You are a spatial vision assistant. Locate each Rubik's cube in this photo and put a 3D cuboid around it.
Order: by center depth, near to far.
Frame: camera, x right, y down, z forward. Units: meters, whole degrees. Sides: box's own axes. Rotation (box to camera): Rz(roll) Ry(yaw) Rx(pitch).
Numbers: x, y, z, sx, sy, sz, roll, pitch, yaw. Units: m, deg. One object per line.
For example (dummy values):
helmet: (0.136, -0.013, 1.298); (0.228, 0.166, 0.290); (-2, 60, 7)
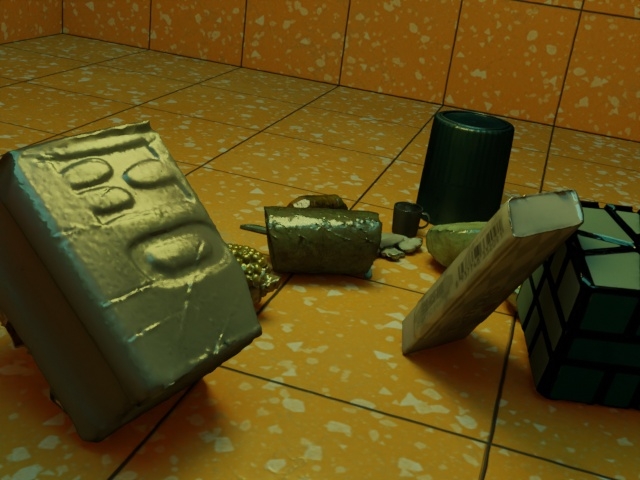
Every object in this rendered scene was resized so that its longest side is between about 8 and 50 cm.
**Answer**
Rubik's cube: (0.551, 0.119, 1.502); (0.288, 0.284, 0.294); (8, 34, 0)

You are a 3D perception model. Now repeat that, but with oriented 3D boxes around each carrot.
carrot: (-0.011, -0.084, 2.125); (0.173, 0.082, 0.082); (-13, 30, -34)

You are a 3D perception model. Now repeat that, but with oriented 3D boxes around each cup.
cup: (0.239, -0.052, 2.132); (0.100, 0.077, 0.078); (13, 23, 14)
cup: (0.434, -0.204, 2.278); (0.307, 0.292, 0.242); (-4, 25, -23)

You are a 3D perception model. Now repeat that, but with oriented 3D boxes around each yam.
yam: (0.000, 0.000, 1.830); (0.267, 0.161, 0.161); (0, 24, -11)

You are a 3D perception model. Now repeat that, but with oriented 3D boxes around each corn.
corn: (-0.244, 0.056, 1.657); (0.346, 0.130, 0.130); (12, 23, 17)

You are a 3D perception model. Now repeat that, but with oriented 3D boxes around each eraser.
eraser: (0.304, 0.065, 1.485); (0.213, 0.397, 0.082); (-9, 59, -34)

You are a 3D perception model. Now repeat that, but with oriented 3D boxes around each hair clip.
hair clip: (0.173, 0.005, 2.016); (0.116, 0.049, 0.172); (29, 28, 32)

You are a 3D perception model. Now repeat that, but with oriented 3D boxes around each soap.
soap: (-0.318, 0.050, 1.291); (0.350, 0.213, 0.435); (-20, 74, -55)

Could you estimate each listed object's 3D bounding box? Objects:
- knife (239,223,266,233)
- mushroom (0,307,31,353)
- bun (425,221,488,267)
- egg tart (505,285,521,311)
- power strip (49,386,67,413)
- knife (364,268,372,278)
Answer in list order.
knife: (-0.102, -0.017, 2.021); (0.210, 0.015, 0.028); (13, 29, 14)
mushroom: (-0.474, 0.091, 1.482); (0.208, 0.233, 0.301); (-44, 21, -5)
bun: (0.352, 0.015, 1.946); (0.195, 0.118, 0.195); (-2, 7, 0)
egg tart: (0.558, 0.077, 1.805); (0.340, 0.129, 0.341); (5, 35, -3)
power strip: (-0.373, 0.238, 1.305); (0.123, 0.032, 0.056); (-16, 31, -42)
knife: (0.111, 0.067, 1.896); (0.027, 0.010, 0.096); (5, 25, -1)
